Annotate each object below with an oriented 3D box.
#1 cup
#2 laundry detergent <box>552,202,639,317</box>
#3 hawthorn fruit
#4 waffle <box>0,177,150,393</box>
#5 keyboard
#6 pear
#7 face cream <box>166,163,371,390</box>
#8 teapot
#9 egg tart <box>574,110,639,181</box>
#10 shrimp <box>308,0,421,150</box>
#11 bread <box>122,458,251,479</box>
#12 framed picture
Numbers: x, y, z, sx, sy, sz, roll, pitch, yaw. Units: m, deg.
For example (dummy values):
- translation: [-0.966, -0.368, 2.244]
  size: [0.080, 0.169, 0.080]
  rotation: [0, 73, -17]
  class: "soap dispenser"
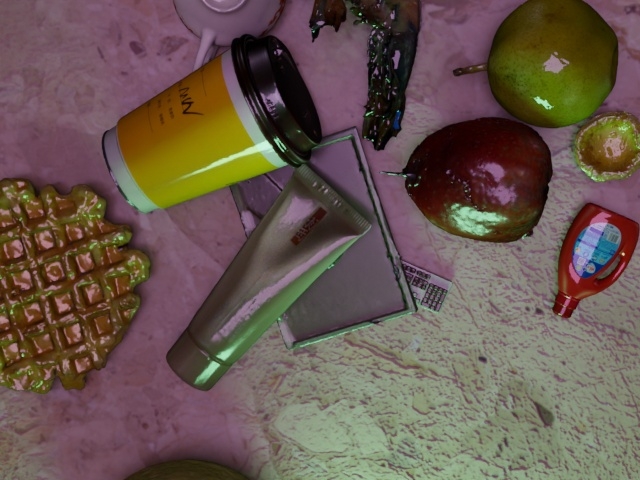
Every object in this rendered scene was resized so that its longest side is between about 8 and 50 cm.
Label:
- translation: [-0.147, -0.150, 1.756]
  size: [0.280, 0.196, 0.196]
  rotation: [-25, 94, 14]
  class: "cup"
- translation: [0.379, 0.035, 1.811]
  size: [0.097, 0.049, 0.165]
  rotation: [23, 100, -3]
  class: "laundry detergent"
- translation: [0.197, -0.089, 1.741]
  size: [0.235, 0.181, 0.181]
  rotation: [10, 97, -2]
  class: "hawthorn fruit"
- translation: [-0.411, 0.060, 1.849]
  size: [0.302, 0.068, 0.325]
  rotation: [28, 95, 0]
  class: "waffle"
- translation: [0.105, 0.048, 1.841]
  size: [0.166, 0.017, 0.055]
  rotation: [24, 97, 1]
  class: "keyboard"
- translation: [0.289, -0.239, 1.731]
  size: [0.216, 0.166, 0.180]
  rotation: [0, 64, 23]
  class: "pear"
- translation: [-0.084, 0.062, 1.810]
  size: [0.137, 0.084, 0.341]
  rotation: [43, 102, 15]
  class: "face cream"
- translation: [-0.131, -0.337, 1.777]
  size: [0.159, 0.116, 0.245]
  rotation: [25, 103, -11]
  class: "teapot"
- translation: [0.403, -0.132, 1.793]
  size: [0.105, 0.039, 0.105]
  rotation: [0, 97, 3]
  class: "egg tart"
- translation: [0.059, -0.259, 1.727]
  size: [0.054, 0.222, 0.290]
  rotation: [11, 105, 37]
  class: "shrimp"
- translation: [-0.191, 0.467, 1.805]
  size: [0.320, 0.237, 0.320]
  rotation: [-1, 110, -4]
  class: "bread"
- translation: [0.000, 0.000, 1.828]
  size: [0.209, 0.019, 0.281]
  rotation: [-16, 95, 13]
  class: "framed picture"
